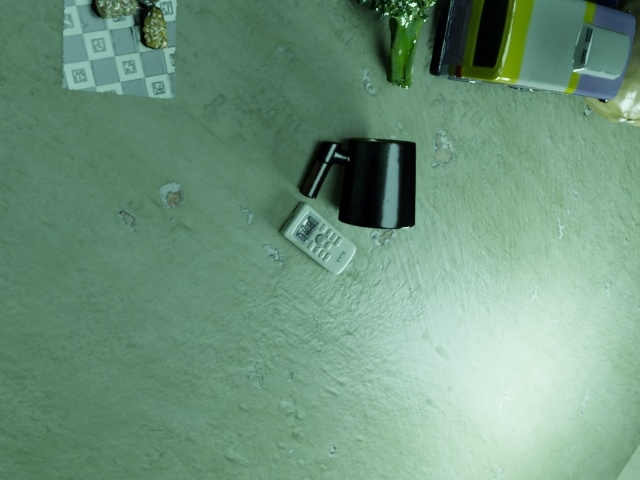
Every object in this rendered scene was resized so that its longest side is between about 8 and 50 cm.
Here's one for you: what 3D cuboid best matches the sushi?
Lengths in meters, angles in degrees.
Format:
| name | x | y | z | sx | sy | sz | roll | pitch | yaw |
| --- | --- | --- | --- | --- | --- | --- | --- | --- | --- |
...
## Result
| name | x | y | z | sx | sy | sz | roll | pitch | yaw |
| --- | --- | --- | --- | --- | --- | --- | --- | --- | --- |
| sushi | -0.315 | -0.378 | 1.035 | 0.193 | 0.043 | 0.279 | -2 | 107 | -33 |

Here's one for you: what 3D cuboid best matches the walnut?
| name | x | y | z | sx | sy | sz | roll | pitch | yaw |
| --- | --- | --- | --- | --- | --- | --- | --- | --- | --- |
| walnut | 0.827 | -0.468 | 1.574 | 0.381 | 0.381 | 0.381 | -11 | 112 | -30 |

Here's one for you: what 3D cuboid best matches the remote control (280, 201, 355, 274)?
| name | x | y | z | sx | sy | sz | roll | pitch | yaw |
| --- | --- | --- | --- | --- | --- | --- | --- | --- | --- |
| remote control | 0.000 | 0.000 | 1.381 | 0.190 | 0.029 | 0.087 | 41 | 83 | -36 |

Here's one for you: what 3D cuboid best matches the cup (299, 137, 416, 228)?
| name | x | y | z | sx | sy | sz | roll | pitch | yaw |
| --- | --- | --- | --- | --- | --- | --- | --- | --- | --- |
| cup | 0.095 | -0.122 | 1.320 | 0.239 | 0.166 | 0.177 | -4 | 105 | -33 |

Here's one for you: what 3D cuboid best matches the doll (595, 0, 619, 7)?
| name | x | y | z | sx | sy | sz | roll | pitch | yaw |
| --- | --- | --- | --- | --- | --- | --- | --- | --- | --- |
| doll | 0.645 | -0.686 | 1.421 | 0.310 | 0.240 | 0.284 | 28 | 67 | -48 |

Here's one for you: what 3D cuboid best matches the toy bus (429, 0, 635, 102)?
| name | x | y | z | sx | sy | sz | roll | pitch | yaw |
| --- | --- | --- | --- | --- | --- | --- | --- | --- | --- |
| toy bus | 0.489 | -0.438 | 1.410 | 0.440 | 0.249 | 0.209 | -1 | 107 | -33 |

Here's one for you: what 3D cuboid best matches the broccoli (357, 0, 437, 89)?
| name | x | y | z | sx | sy | sz | roll | pitch | yaw |
| --- | --- | --- | --- | --- | --- | --- | --- | --- | --- |
| broccoli | 0.168 | -0.469 | 1.290 | 0.275 | 0.177 | 0.198 | 79 | 22 | -56 |
